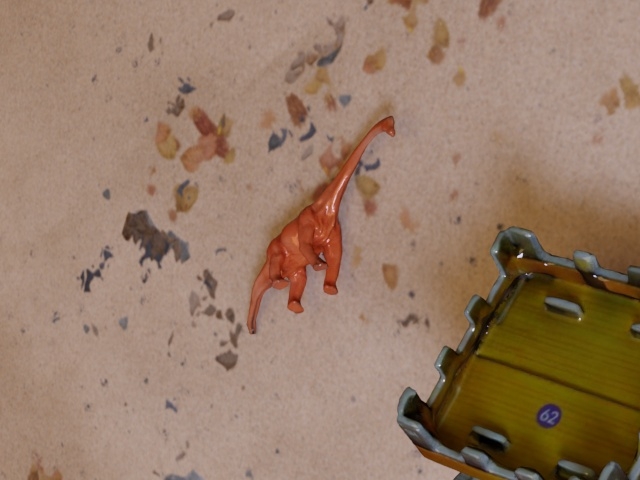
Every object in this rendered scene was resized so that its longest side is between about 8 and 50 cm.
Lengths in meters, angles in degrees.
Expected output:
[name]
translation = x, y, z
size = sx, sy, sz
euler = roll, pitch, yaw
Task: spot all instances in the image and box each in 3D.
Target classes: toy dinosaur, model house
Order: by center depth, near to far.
[model house]
translation = 0.201, 0.135, 1.177
size = 0.224, 0.215, 0.198
euler = 15, 62, 39
[toy dinosaur]
translation = -0.005, -0.002, 1.451
size = 0.279, 0.055, 0.101
euler = -43, 42, 35
